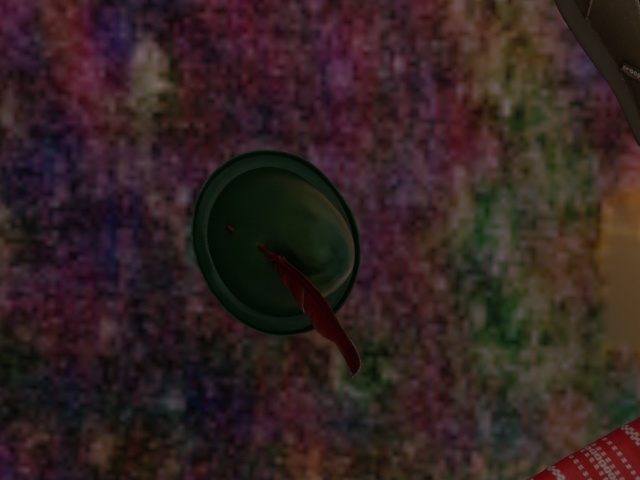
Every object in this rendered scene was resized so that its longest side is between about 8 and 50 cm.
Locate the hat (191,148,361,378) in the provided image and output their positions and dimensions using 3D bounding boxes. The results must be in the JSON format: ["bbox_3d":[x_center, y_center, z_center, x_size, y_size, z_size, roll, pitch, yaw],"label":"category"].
[{"bbox_3d":[0.000,0.000,1.547,0.173,0.183,0.208,-34,96,-25],"label":"hat"}]

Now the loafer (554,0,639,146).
[{"bbox_3d":[0.274,-0.126,1.287,0.094,0.251,0.087,-31,172,-40],"label":"loafer"}]

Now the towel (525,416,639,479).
[{"bbox_3d":[0.167,0.234,1.065,0.199,0.275,0.031,54,-20,30],"label":"towel"}]
